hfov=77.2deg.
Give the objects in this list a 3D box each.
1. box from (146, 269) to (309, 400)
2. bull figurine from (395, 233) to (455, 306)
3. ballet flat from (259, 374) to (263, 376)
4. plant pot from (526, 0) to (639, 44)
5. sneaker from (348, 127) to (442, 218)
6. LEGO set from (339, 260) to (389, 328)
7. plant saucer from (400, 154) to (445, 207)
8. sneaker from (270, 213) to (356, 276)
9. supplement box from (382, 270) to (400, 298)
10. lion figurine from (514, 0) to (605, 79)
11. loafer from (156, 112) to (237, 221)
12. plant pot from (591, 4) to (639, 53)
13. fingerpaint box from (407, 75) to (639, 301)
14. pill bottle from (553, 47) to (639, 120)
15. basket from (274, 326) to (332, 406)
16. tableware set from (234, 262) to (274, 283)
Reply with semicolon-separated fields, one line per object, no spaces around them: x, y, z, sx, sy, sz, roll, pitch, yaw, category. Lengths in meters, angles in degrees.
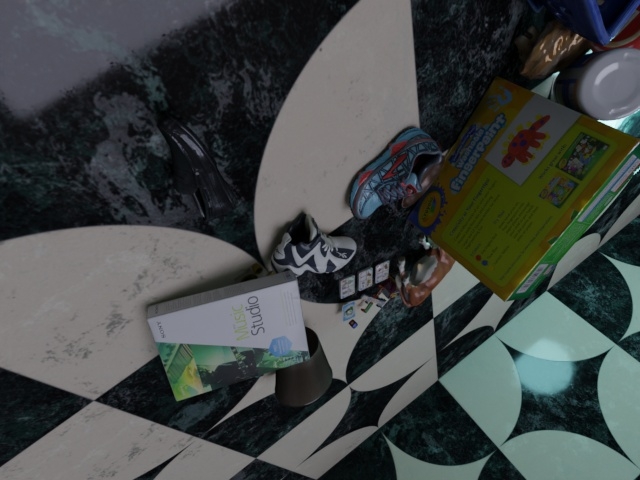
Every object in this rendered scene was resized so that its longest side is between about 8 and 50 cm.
-0.195;0.215;0.909;0.322;0.058;0.232;-13;115;-12;box
0.365;0.077;1.331;0.310;0.101;0.188;-51;128;-15;bull figurine
-0.206;0.339;1.134;0.074;0.074;0.203;-45;141;4;ballet flat
0.505;-0.556;0.757;0.236;0.212;0.236;7;122;-46;plant pot
0.177;-0.144;0.946;0.262;0.125;0.104;-49;142;9;sneaker
0.136;0.178;1.315;0.182;0.060;0.244;-21;130;-21;LEGO set
0.262;-0.161;1.057;0.168;0.029;0.168;-40;159;-18;plant saucer
0.000;0.000;0.956;0.235;0.094;0.153;-8;141;-24;sneaker
0.251;0.153;1.377;0.055;0.043;0.083;-14;135;-35;supplement box
0.651;-0.536;0.973;0.392;0.142;0.240;-27;154;-28;lion figurine
-0.211;-0.110;0.672;0.078;0.076;0.223;-41;148;-14;loafer
0.841;-0.552;1.084;0.174;0.191;0.191;6;122;-42;plant pot
0.502;-0.131;1.047;0.163;0.371;0.444;2;125;-43;fingerpaint box
0.669;-0.379;0.979;0.152;0.152;0.272;-63;177;25;pill bottle
-0.059;0.382;1.246;0.204;0.154;0.226;-25;137;-23;basket
-0.139;0.108;0.999;0.104;0.024;0.154;-36;143;-8;tableware set
